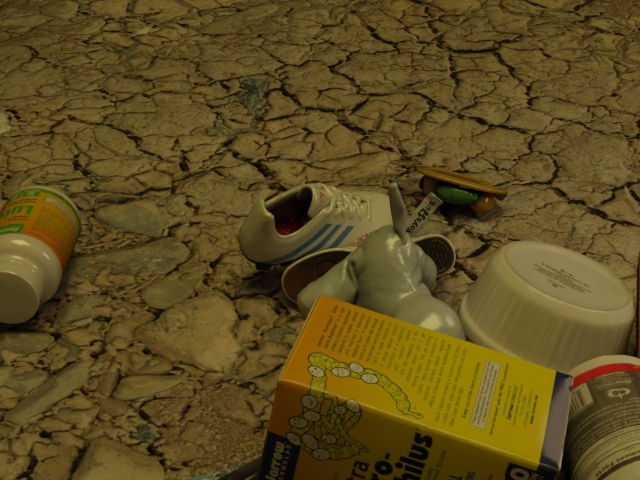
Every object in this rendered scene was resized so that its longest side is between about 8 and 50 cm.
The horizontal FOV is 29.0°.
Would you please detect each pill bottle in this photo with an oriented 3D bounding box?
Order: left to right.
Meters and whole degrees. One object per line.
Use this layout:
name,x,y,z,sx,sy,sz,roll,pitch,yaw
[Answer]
pill bottle,-0.482,0.025,2.022,0.136,0.136,0.245,3,32,1
pill bottle,0.409,0.307,1.589,0.176,0.176,0.318,-1,32,-5

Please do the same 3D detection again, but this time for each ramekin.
ramekin,0.356,0.106,1.895,0.273,0.127,0.273,14,25,-7

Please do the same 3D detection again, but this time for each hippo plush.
hippo plush,0.139,0.112,1.862,0.234,0.294,0.236,12,36,-51

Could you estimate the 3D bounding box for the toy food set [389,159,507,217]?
toy food set,0.241,-0.091,2.334,0.218,0.071,0.128,17,11,20

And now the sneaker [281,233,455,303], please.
sneaker,0.078,0.057,2.076,0.290,0.106,0.123,-9,-2,-4

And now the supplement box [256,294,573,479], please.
supplement box,0.122,0.247,1.602,0.356,0.194,0.195,17,34,7

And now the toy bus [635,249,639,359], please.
toy bus,0.545,0.114,1.865,0.130,0.108,0.332,2,53,13

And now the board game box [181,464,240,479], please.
board game box,-0.135,0.344,1.643,0.090,0.020,0.090,-12,35,-22

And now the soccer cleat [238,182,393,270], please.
soccer cleat,0.018,-0.040,2.087,0.331,0.143,0.116,-15,54,-32

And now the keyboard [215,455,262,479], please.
keyboard,-0.060,0.362,1.584,0.317,0.033,0.201,-24,50,-38
